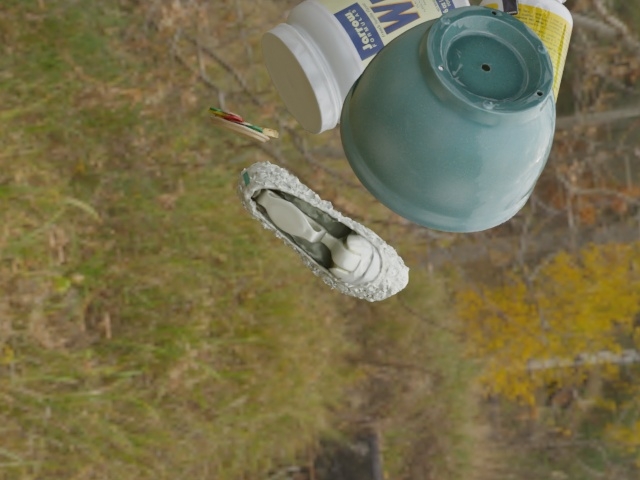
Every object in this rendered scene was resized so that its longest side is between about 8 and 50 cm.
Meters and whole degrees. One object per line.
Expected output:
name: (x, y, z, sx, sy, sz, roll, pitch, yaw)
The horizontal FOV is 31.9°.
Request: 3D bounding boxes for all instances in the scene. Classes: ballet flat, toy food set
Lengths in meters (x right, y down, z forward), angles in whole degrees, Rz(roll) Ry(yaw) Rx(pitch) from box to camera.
ballet flat: (0.000, 0.000, 2.212, 0.409, 0.147, 0.147, 35, 28, -10)
toy food set: (-0.099, -0.143, 1.399, 0.082, 0.083, 0.020, 20, 90, -54)

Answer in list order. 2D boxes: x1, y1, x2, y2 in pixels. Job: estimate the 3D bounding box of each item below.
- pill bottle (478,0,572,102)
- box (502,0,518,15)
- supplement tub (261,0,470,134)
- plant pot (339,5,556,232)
pill bottle: (0.380, -0.362, 2.164, 0.188, 0.188, 0.334, 35, 69, -74)
box: (0.314, -0.474, 1.880, 0.116, 0.029, 0.162, 68, 24, -53)
supplement tub: (0.084, -0.348, 1.981, 0.235, 0.325, 0.235, 53, -16, 23)
plant pot: (0.191, -0.185, 1.489, 0.196, 0.293, 0.293, 117, -22, -57)
